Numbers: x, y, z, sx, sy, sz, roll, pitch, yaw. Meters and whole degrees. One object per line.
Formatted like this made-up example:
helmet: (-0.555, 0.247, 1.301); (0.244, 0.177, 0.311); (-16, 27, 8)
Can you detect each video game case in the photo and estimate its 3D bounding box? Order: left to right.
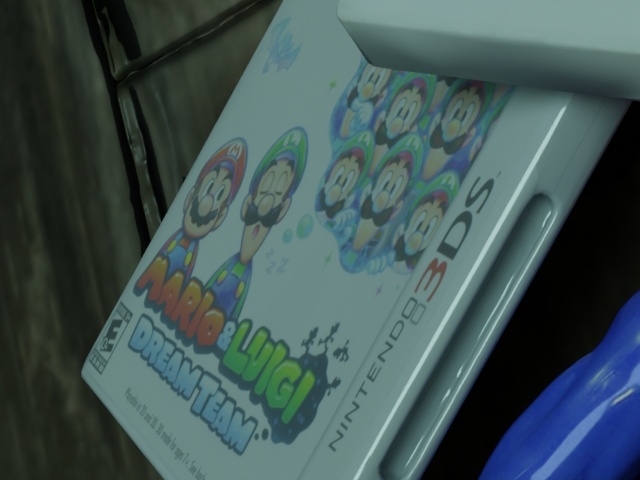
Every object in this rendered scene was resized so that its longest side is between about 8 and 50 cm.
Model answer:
video game case: (0.000, 0.000, 0.421); (0.143, 0.019, 0.157); (-61, 28, 3)

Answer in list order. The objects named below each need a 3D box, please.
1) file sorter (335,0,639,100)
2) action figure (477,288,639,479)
file sorter: (0.104, -0.180, 0.294); (0.193, 0.173, 0.278); (11, 68, 36)
action figure: (0.093, 0.053, 0.342); (0.280, 0.091, 0.139); (-56, 40, 12)
